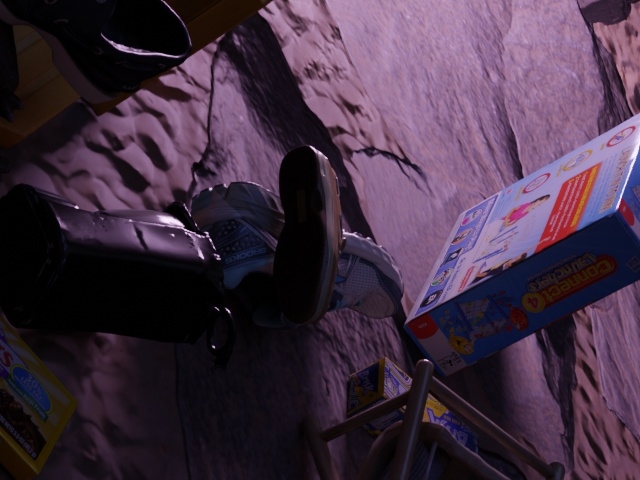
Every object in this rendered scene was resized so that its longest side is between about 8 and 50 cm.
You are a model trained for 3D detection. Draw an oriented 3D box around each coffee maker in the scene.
[{"bbox_3d":[-0.180,0.028,1.553,0.178,0.120,0.171,7,15,-42],"label":"coffee maker"}]

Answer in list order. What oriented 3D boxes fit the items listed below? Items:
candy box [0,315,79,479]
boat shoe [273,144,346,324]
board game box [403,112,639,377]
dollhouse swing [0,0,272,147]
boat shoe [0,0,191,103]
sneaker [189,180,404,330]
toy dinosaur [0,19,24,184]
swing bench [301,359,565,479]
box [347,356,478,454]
[{"bbox_3d":[-0.287,0.094,1.465,0.206,0.027,0.105,51,27,-17],"label":"candy box"},{"bbox_3d":[0.000,0.000,1.785,0.072,0.068,0.190,31,55,-48],"label":"boat shoe"},{"bbox_3d":[0.276,0.000,2.145,0.086,0.302,0.308,53,30,-12],"label":"board game box"},{"bbox_3d":[-0.232,-0.307,1.673,0.347,0.315,0.305,56,19,-8],"label":"dollhouse swing"},{"bbox_3d":[-0.195,-0.217,1.470,0.340,0.113,0.127,58,25,-60],"label":"boat shoe"},{"bbox_3d":[-0.028,0.047,1.861,0.283,0.110,0.122,24,57,-37],"label":"sneaker"},{"bbox_3d":[-0.295,-0.139,1.466,0.121,0.160,0.313,30,74,6],"label":"toy dinosaur"},{"bbox_3d":[0.121,0.303,1.774,0.253,0.165,0.254,38,37,-35],"label":"swing bench"},{"bbox_3d":[0.103,0.202,1.949,0.169,0.054,0.059,42,34,-31],"label":"box"}]
